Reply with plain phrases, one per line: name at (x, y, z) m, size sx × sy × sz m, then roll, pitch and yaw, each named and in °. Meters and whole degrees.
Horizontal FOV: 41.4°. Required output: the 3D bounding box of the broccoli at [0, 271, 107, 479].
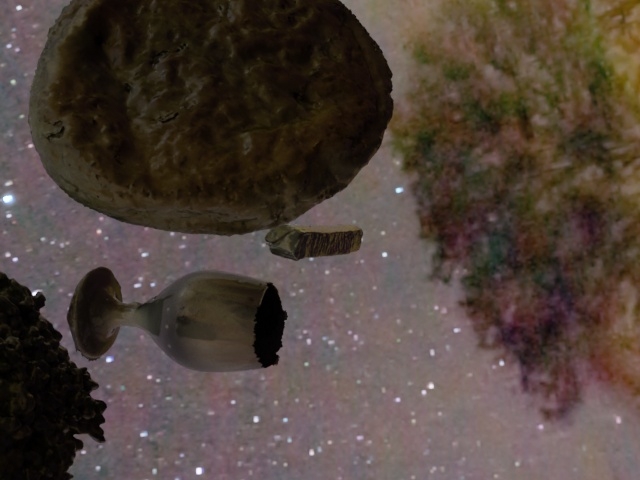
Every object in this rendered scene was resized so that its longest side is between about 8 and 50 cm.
broccoli at (-0.334, 0.169, 0.782) m, size 0.247 × 0.245 × 0.288 m, roll 18°, pitch -121°, yaw -27°

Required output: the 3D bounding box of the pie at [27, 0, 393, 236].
pie at (-0.081, -0.120, 0.637) m, size 0.079 × 0.276 × 0.277 m, roll 92°, pitch -176°, yaw -60°

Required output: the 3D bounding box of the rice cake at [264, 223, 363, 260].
rice cake at (0.000, 0.000, 1.063) m, size 0.245 × 0.045 × 0.042 m, roll -1°, pitch -74°, yaw -69°

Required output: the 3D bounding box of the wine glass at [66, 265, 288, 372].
wine glass at (-0.169, 0.095, 1.021) m, size 0.126 × 0.241 × 0.127 m, roll 4°, pitch -90°, yaw -74°
